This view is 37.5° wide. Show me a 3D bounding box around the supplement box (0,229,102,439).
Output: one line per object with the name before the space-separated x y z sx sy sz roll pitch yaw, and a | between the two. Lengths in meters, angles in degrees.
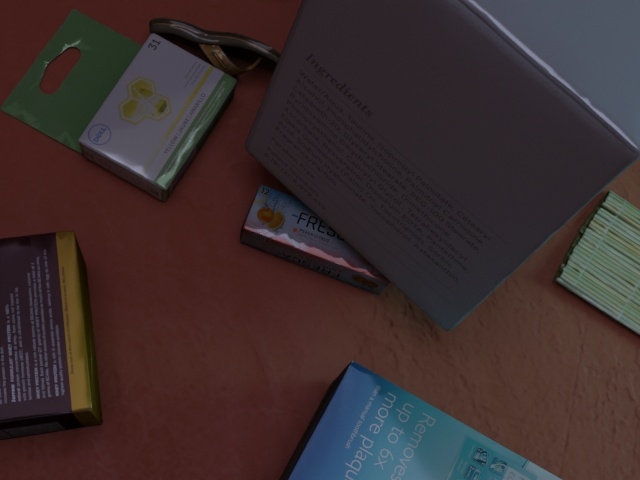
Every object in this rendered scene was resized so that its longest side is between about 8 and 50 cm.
supplement box | -0.342 0.107 0.993 0.194 0.129 0.191 -7 73 -11

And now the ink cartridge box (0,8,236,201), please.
ink cartridge box | -0.244 -0.176 1.140 0.235 0.056 0.171 30 71 0

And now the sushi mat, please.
sushi mat | 0.456 0.075 1.173 0.317 0.019 0.151 33 72 3

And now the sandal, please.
sandal | -0.128 -0.231 1.168 0.180 0.072 0.049 15 86 -1

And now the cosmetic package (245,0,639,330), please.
cosmetic package | 0.176 -0.178 0.987 0.327 0.393 0.329 43 59 7

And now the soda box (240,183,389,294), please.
soda box | 0.000 0.000 1.113 0.183 0.058 0.063 21 70 -2

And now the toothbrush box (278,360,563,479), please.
toothbrush box | 0.101 0.299 0.995 0.296 0.126 0.216 31 71 1
